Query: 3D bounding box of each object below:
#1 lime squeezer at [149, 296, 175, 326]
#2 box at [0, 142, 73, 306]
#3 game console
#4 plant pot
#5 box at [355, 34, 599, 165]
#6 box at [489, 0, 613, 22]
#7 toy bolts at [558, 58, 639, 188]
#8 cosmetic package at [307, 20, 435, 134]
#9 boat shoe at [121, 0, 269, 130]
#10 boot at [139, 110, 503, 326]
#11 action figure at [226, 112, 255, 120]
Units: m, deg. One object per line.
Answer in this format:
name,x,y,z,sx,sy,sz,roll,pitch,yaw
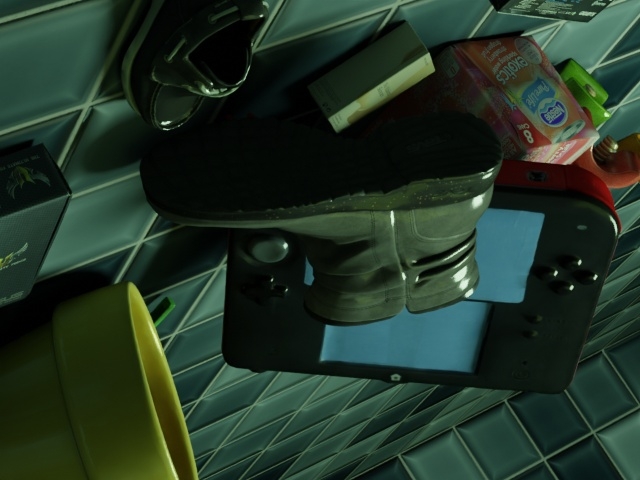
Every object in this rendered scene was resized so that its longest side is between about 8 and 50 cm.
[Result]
lime squeezer,-0.296,0.161,1.989,0.310,0.059,0.110,-28,134,-11
box,-0.329,0.021,1.440,0.233,0.059,0.183,-23,161,-32
game console,0.095,0.041,1.838,0.387,0.060,0.342,5,136,-1
plant pot,-0.268,0.193,1.793,0.239,0.254,0.254,-16,164,-1
box,0.128,-0.072,1.902,0.154,0.142,0.300,-12,154,-48
box,0.263,-0.283,1.691,0.175,0.051,0.220,-41,163,27
toy bolts,0.289,-0.065,2.014,0.158,0.218,0.228,-43,-171,20
cosmetic package,0.049,-0.153,1.685,0.115,0.041,0.060,-33,164,3
boat shoe,-0.096,-0.141,1.371,0.084,0.079,0.233,-26,165,-28
boot,0.000,0.000,1.649,0.338,0.118,0.222,-1,139,-9
action figure,-0.095,-0.077,1.659,0.038,0.030,0.115,-13,150,-40
